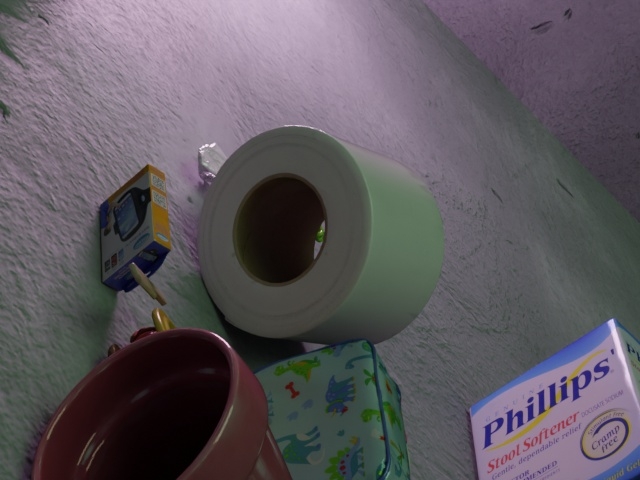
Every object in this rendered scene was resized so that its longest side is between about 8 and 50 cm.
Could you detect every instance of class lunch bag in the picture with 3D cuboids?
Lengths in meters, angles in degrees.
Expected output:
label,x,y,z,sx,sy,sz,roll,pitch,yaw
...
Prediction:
label,x,y,z,sx,sy,sz,roll,pitch,yaw
lunch bag,-0.004,0.207,1.198,0.219,0.176,0.090,-96,164,-53

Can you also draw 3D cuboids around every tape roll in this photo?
label,x,y,z,sx,sy,sz,roll,pitch,yaw
tape roll,0.000,0.000,1.401,0.169,0.246,0.246,15,43,-55

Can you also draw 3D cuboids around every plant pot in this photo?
label,x,y,z,sx,sy,sz,roll,pitch,yaw
plant pot,-0.110,0.205,1.005,0.180,0.201,0.201,56,19,-33

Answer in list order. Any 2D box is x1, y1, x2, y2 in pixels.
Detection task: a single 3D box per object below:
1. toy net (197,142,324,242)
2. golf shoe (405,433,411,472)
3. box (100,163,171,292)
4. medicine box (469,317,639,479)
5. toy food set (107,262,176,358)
label,x,y,z,sx,sy,sz,roll,pitch,yaw
toy net,-0.087,-0.057,1.573,0.232,0.045,0.122,19,42,-49
golf shoe,0.069,0.214,1.449,0.086,0.067,0.186,19,40,-54
box,-0.196,-0.009,1.257,0.028,0.081,0.136,35,28,-35
medicine box,0.357,0.298,1.612,0.149,0.263,0.289,41,26,-26
toy food set,-0.153,0.141,1.158,0.217,0.071,0.128,62,-2,12
